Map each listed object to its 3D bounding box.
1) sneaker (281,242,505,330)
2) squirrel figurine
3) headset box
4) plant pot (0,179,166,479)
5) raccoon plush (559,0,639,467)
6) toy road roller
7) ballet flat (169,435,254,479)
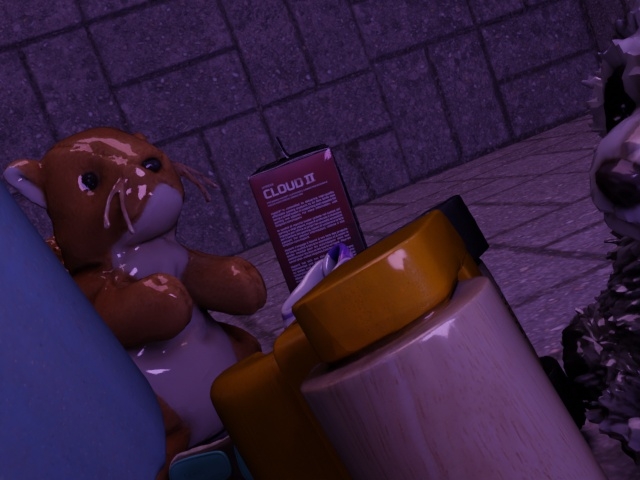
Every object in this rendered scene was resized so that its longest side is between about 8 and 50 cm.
[{"bbox_3d":[0.086,0.063,0.911,0.282,0.161,0.102,-23,7,-30],"label":"sneaker"},{"bbox_3d":[-0.248,0.063,0.967,0.281,0.371,0.396,-27,10,-38],"label":"squirrel figurine"},{"bbox_3d":[0.000,0.000,1.064,0.110,0.293,0.218,-20,8,2],"label":"headset box"},{"bbox_3d":[-0.267,0.063,0.402,0.341,0.334,0.341,-17,42,16],"label":"plant pot"},{"bbox_3d":[0.288,-0.055,0.485,0.216,0.299,0.446,13,27,35],"label":"raccoon plush"},{"bbox_3d":[0.036,0.120,0.542,0.240,0.203,0.329,-31,0,13],"label":"toy road roller"},{"bbox_3d":[-0.069,0.199,0.756,0.168,0.057,0.052,-16,-1,28],"label":"ballet flat"}]
